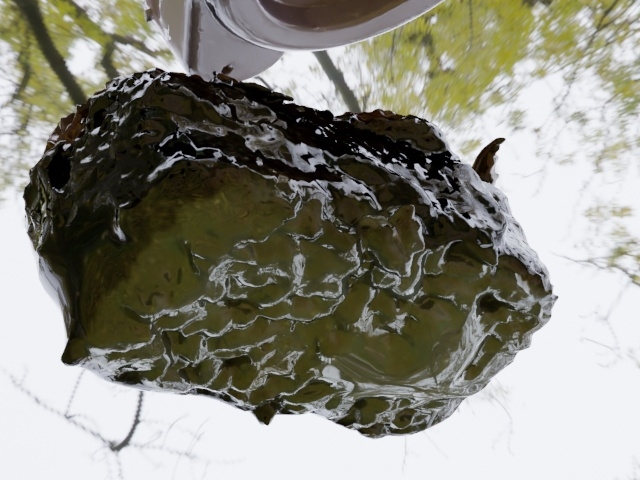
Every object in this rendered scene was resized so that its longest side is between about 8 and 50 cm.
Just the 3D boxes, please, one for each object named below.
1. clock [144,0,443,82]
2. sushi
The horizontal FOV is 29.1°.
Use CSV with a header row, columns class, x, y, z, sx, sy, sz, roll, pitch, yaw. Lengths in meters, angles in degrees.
class,x,y,z,sx,sy,sz,roll,pitch,yaw
clock,0.025,-0.273,0.959,0.322,0.296,0.113,-20,-121,-22
sushi,0.000,0.000,0.756,0.196,0.343,0.182,-45,-134,36
